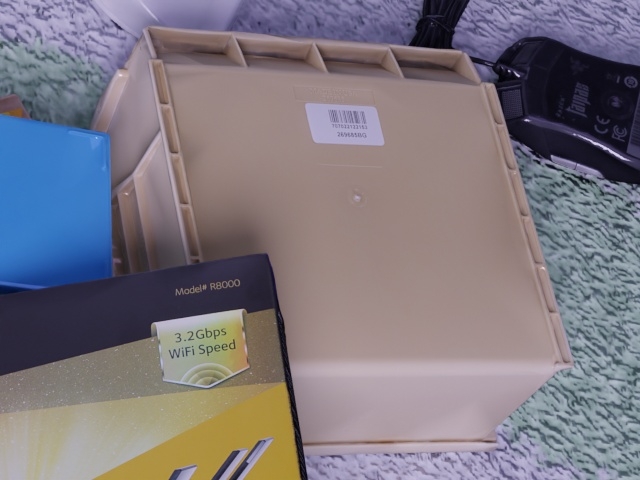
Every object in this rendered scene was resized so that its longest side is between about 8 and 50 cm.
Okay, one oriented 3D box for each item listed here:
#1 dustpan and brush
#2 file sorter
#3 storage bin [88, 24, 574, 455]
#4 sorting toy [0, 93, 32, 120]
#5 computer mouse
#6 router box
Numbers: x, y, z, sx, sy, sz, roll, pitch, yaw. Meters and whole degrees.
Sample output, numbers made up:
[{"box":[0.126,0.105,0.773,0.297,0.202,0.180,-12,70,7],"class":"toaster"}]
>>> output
[{"box":[-0.150,-0.228,1.330,0.211,0.060,0.147,30,64,-16],"class":"dustpan and brush"},{"box":[-0.223,-0.004,1.112,0.170,0.104,0.118,9,58,-22],"class":"file sorter"},{"box":[0.000,0.000,1.217,0.262,0.123,0.260,1,60,-26],"class":"storage bin"},{"box":[-0.220,-0.063,1.209,0.083,0.012,0.062,-19,71,-36],"class":"sorting toy"},{"box":[0.188,-0.134,1.443,0.262,0.060,0.184,14,59,-5],"class":"computer mouse"},{"box":[-0.158,0.151,0.980,0.308,0.081,0.243,-10,62,-1],"class":"router box"}]
